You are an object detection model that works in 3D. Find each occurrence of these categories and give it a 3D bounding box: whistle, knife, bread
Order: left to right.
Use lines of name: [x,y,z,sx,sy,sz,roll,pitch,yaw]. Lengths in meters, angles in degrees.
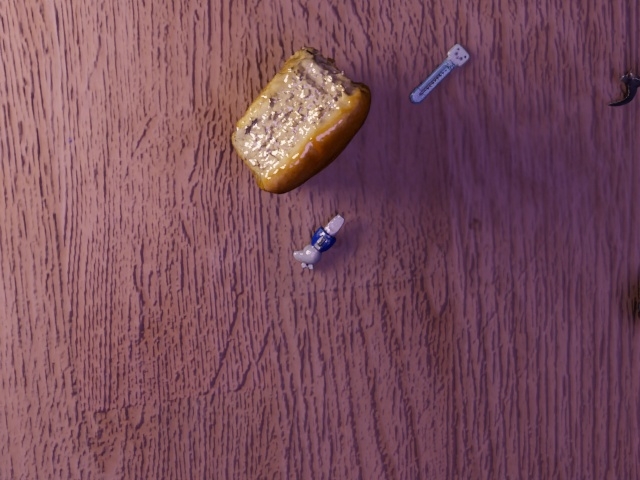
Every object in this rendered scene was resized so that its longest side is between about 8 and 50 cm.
bread: [-0.026,-0.137,1.706,0.121,0.245,0.174,38,91,-8]
whistle: [0.000,0.000,1.852,0.033,0.029,0.083,40,98,-2]
knife: [0.151,-0.210,1.849,0.096,0.010,0.027,-45,108,0]

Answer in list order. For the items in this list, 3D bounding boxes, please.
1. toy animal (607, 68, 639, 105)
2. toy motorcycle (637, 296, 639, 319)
toy animal: [0.410,-0.208,1.901,0.028,0.050,0.084,45,130,11]
toy motorcycle: [0.557,0.147,1.979,0.173,0.108,0.307,-40,110,-8]
